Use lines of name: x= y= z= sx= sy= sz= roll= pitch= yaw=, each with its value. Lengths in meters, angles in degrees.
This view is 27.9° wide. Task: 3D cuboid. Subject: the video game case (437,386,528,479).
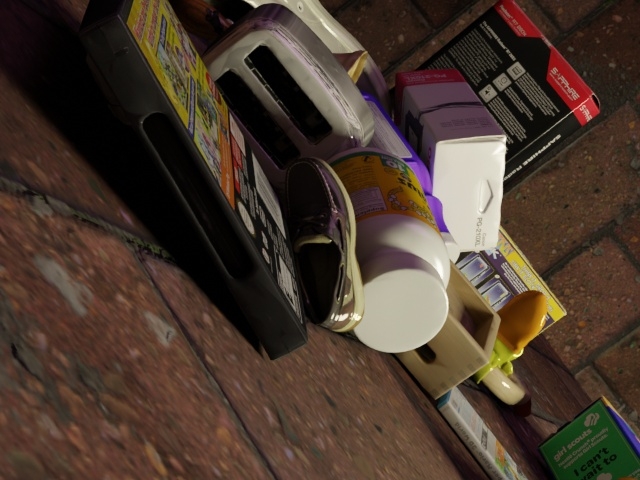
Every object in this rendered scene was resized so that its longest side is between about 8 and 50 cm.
video game case: x=0.178 y=0.223 z=1.317 sx=0.166 sy=0.015 sz=0.119 roll=52 pitch=8 yaw=3

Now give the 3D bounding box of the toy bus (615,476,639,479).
toy bus: x=0.273 y=0.294 z=1.203 sx=0.104 sy=0.202 sz=0.191 roll=22 pitch=16 yaw=4

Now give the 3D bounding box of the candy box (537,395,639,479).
candy box: x=0.427 y=0.388 z=1.587 sx=0.268 sy=0.122 sz=0.317 roll=46 pitch=9 yaw=-32

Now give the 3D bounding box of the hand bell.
hand bell: x=-0.082 y=-0.217 z=1.452 sx=0.242 sy=0.126 sz=0.126 roll=30 pitch=8 yaw=4

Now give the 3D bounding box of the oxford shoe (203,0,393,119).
oxford shoe: x=-0.046 y=-0.262 z=1.766 sx=0.169 sy=0.130 sz=0.449 roll=12 pitch=-22 yaw=37

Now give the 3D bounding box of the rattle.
rattle: x=0.264 y=0.147 z=1.693 sx=0.199 sy=0.143 sz=0.130 roll=36 pitch=-2 yaw=-41

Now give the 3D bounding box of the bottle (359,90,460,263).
bottle: x=0.084 y=-0.071 z=1.686 sx=0.092 sy=0.118 sz=0.283 roll=-4 pitch=47 yaw=-35

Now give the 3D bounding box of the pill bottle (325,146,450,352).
pill bottle: x=0.054 y=0.008 z=1.184 sx=0.117 sy=0.117 sz=0.208 roll=47 pitch=14 yaw=-28

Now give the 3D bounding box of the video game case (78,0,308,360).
video game case: x=-0.089 y=-0.074 z=0.925 sx=0.248 sy=0.035 sz=0.275 roll=61 pitch=5 yaw=-21

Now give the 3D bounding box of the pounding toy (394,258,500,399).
pounding toy: x=0.096 y=0.072 z=1.306 sx=0.141 sy=0.100 sz=0.130 roll=49 pitch=23 yaw=-6

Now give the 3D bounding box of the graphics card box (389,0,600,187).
graphics card box: x=0.230 y=-0.185 z=2.062 sx=0.233 sy=0.371 sz=0.094 roll=54 pitch=9 yaw=22

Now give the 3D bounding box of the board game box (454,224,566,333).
board game box: x=0.241 y=0.075 z=1.825 sx=0.170 sy=0.141 sz=0.048 roll=52 pitch=9 yaw=-2

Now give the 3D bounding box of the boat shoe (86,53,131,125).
boat shoe: x=-0.149 y=-0.116 z=0.955 sx=0.100 sy=0.035 sz=0.035 roll=-122 pitch=-165 yaw=-53

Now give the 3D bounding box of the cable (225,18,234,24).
cable: x=-0.045 y=-0.130 z=1.546 sx=0.139 sy=0.072 sz=0.287 roll=54 pitch=14 yaw=-66

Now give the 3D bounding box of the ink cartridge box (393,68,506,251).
ink cartridge box: x=0.172 y=-0.113 z=1.788 sx=0.237 sy=0.100 sz=0.172 roll=-110 pitch=-162 yaw=-59

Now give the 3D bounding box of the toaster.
toaster: x=-0.042 y=-0.148 z=1.307 sx=0.227 sy=0.129 sz=0.146 roll=52 pitch=11 yaw=-10

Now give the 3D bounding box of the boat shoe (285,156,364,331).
boat shoe: x=0.000 y=0.000 z=1.068 sx=0.049 sy=0.056 sz=0.152 roll=13 pitch=59 yaw=-65
